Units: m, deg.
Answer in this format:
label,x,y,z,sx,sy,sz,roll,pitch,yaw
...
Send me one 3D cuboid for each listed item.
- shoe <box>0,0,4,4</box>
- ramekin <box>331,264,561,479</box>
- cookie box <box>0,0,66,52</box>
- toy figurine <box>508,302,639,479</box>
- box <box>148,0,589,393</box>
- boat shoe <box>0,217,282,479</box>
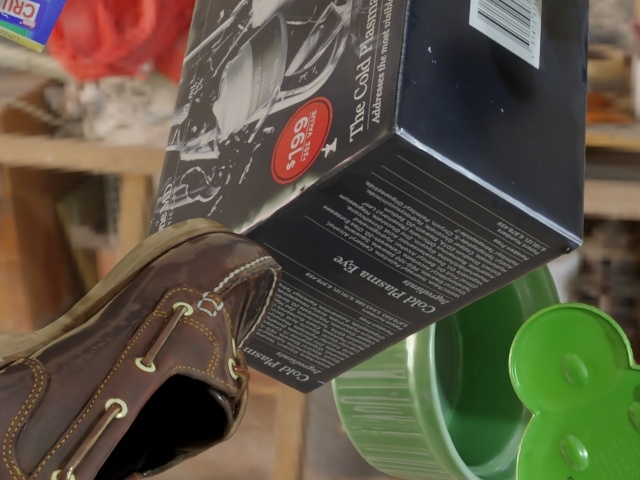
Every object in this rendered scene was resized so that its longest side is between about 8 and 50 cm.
label,x,y,z,sx,sy,sz,roll,pitch,yaw
shoe,-0.162,-0.156,0.755,0.081,0.063,0.178,26,-21,-22
ramekin,0.142,0.131,1.882,0.148,0.303,0.303,-4,18,36
cookie box,-0.237,-0.215,1.310,0.092,0.107,0.040,24,21,-14
toy figurine,0.184,0.118,1.032,0.130,0.173,0.159,-30,-8,12
box,0.036,-0.106,1.296,0.179,0.312,0.343,28,49,-27
boat shoe,-0.063,0.054,0.588,0.073,0.073,0.207,23,31,19
